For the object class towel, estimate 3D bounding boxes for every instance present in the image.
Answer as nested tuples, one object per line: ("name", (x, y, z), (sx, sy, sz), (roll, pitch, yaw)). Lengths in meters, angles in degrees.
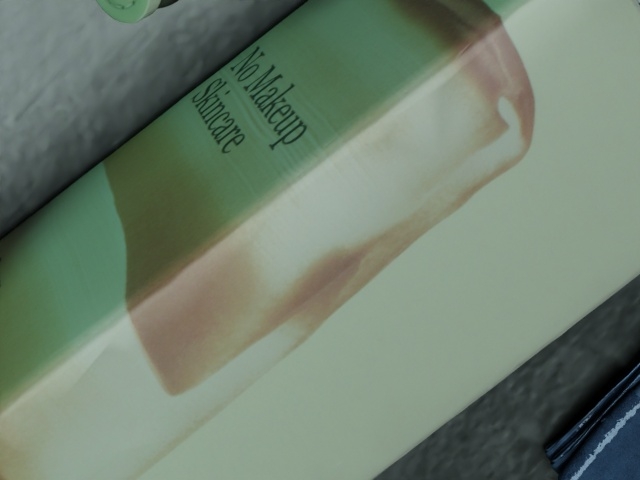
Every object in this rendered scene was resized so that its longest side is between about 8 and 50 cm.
("towel", (0.170, 0.085, 0.836), (0.067, 0.029, 0.119), (40, 96, -23))

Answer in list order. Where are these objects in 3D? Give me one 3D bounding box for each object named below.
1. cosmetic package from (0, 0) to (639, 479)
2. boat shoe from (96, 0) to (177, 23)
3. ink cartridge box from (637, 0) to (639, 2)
("cosmetic package", (0.000, 0.000, 0.696), (0.296, 0.153, 0.129), (-38, 115, 0))
("boat shoe", (-0.059, -0.197, 0.647), (0.068, 0.081, 0.228), (-19, 119, -38))
("ink cartridge box", (0.132, -0.167, 0.733), (0.063, 0.029, 0.115), (-34, 113, 1))
